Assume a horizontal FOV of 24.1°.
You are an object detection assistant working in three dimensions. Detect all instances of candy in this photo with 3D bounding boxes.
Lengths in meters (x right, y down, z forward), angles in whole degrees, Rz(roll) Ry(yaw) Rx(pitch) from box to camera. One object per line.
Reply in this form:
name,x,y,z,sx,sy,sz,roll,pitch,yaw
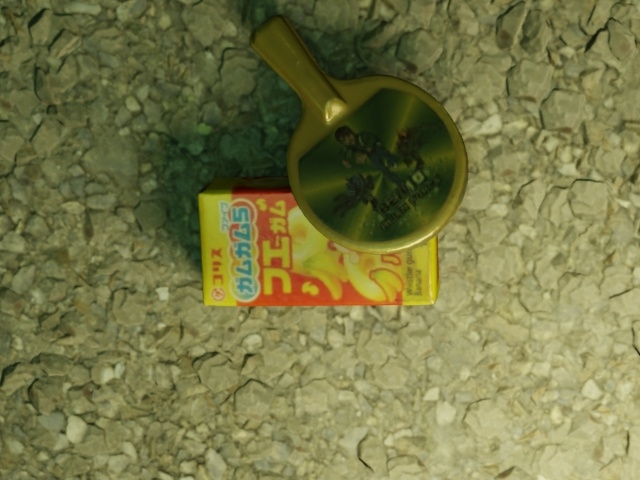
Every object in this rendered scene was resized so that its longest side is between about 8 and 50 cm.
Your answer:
candy,0.000,0.000,1.753,0.276,0.088,0.146,1,103,7

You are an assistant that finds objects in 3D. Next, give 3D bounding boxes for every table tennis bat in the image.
table tennis bat,0.030,-0.127,1.696,0.198,0.050,0.321,-37,77,-3
